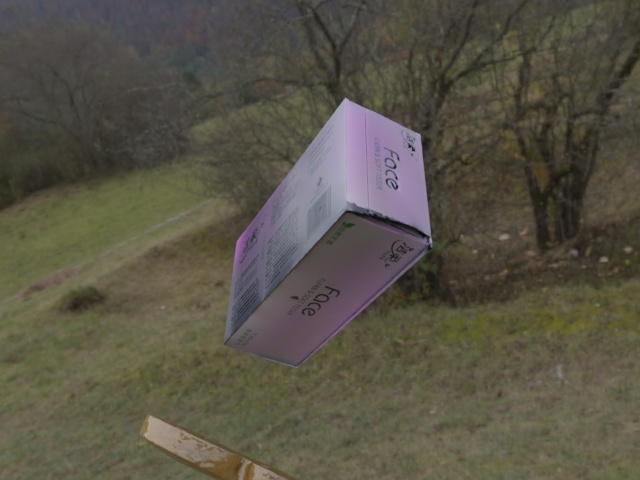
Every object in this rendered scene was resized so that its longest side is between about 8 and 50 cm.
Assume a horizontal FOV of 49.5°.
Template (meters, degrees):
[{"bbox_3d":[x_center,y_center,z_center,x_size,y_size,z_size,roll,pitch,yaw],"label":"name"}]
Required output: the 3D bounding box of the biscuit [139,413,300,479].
[{"bbox_3d":[-0.111,0.358,1.055,0.354,0.052,0.275,24,-17,-3],"label":"biscuit"}]

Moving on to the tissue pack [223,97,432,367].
[{"bbox_3d":[0.000,0.000,0.686,0.246,0.092,0.149,-48,30,43],"label":"tissue pack"}]
